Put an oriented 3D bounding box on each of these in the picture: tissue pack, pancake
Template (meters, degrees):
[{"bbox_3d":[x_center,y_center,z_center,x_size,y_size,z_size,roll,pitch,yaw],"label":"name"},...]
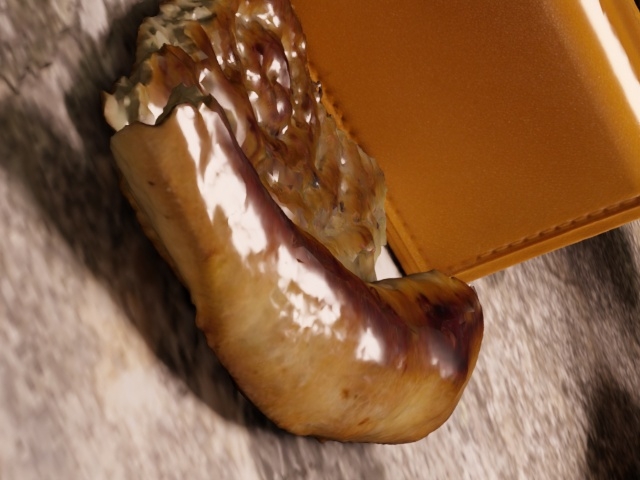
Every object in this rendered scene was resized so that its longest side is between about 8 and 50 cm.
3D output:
[{"bbox_3d":[0.054,-0.149,0.875,0.274,0.145,0.194,59,21,-30],"label":"tissue pack"},{"bbox_3d":[-0.001,0.000,0.711,0.212,0.056,0.257,64,21,-17],"label":"pancake"}]

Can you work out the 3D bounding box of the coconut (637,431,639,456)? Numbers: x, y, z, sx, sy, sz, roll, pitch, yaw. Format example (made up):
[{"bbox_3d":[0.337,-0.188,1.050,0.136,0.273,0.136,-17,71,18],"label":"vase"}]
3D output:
[{"bbox_3d":[0.302,0.170,1.093,0.239,0.244,0.239,57,-11,18],"label":"coconut"}]
